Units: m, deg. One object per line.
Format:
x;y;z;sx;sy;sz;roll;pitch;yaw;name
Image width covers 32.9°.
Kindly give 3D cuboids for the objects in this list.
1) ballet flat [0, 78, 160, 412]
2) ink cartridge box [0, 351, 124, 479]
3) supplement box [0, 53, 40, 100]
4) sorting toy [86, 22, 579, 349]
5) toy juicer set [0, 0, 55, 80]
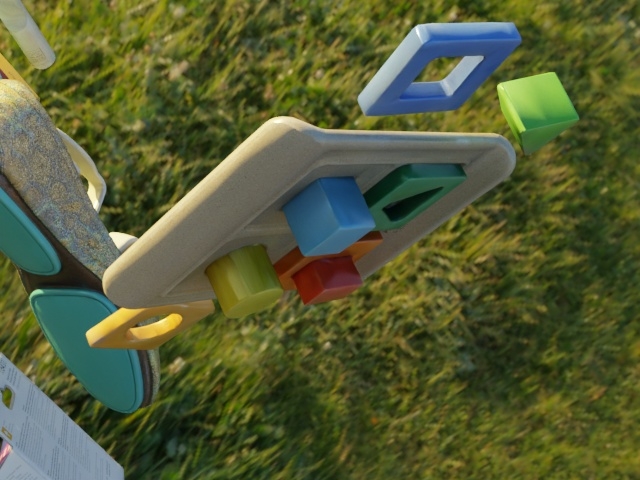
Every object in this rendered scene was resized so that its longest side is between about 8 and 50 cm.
-0.212;0.008;0.945;0.348;0.123;0.123;64;34;-38;ballet flat
-0.458;0.362;1.813;0.071;0.324;0.330;-43;106;0;ink cartridge box
-0.505;-0.141;1.409;0.129;0.191;0.194;48;43;8;supplement box
0.000;0.000;0.628;0.196;0.348;0.047;0;61;-46;sorting toy
-0.386;-0.140;1.189;0.089;0.329;0.209;43;8;28;toy juicer set
